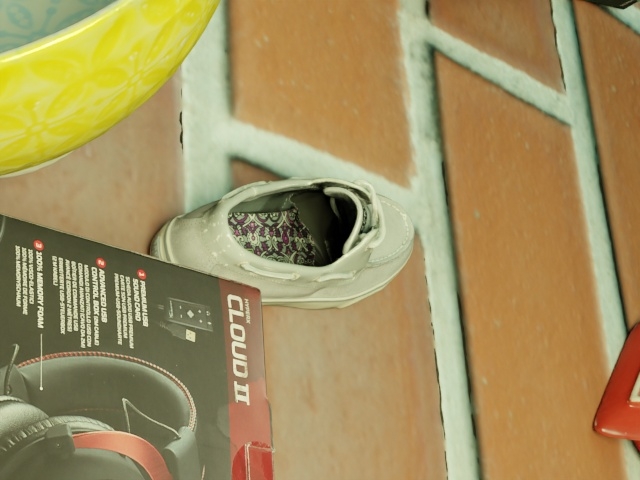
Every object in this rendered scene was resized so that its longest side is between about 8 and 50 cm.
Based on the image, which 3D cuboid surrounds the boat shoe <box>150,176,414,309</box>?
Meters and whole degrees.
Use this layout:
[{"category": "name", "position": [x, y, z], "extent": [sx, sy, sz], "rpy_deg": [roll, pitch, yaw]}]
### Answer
[{"category": "boat shoe", "position": [-0.001, -0.001, 0.862], "extent": [0.227, 0.081, 0.079], "rpy_deg": [-8, 75, -49]}]

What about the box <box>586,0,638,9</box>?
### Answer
[{"category": "box", "position": [0.184, -0.345, 1.277], "extent": [0.322, 0.058, 0.232], "rpy_deg": [-3, 71, -46]}]

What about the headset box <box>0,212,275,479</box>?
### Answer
[{"category": "headset box", "position": [-0.139, 0.111, 0.626], "extent": [0.293, 0.110, 0.218], "rpy_deg": [18, 57, -41]}]

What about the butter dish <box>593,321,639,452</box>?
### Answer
[{"category": "butter dish", "position": [0.321, 0.144, 1.106], "extent": [0.160, 0.160, 0.118], "rpy_deg": [-53, 133, -48]}]

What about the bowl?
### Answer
[{"category": "bowl", "position": [-0.169, -0.123, 0.663], "extent": [0.156, 0.289, 0.289], "rpy_deg": [84, 14, -51]}]
